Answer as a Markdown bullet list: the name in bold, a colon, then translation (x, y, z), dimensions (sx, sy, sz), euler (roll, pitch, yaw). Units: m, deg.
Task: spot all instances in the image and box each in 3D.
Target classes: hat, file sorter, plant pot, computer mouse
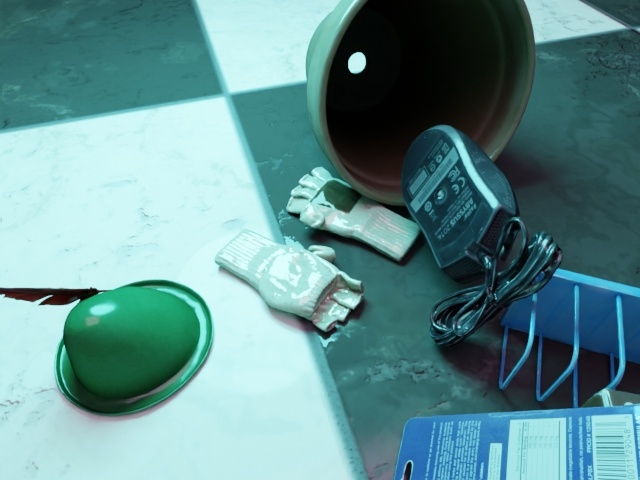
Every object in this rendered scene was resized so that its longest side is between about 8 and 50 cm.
- **hat**: translation (-0.227, 0.068, 0.477), dimensions (0.208, 0.183, 0.173), euler (-37, 58, -28)
- **file sorter**: translation (0.286, 0.117, 0.479), dimensions (0.170, 0.118, 0.104), euler (14, 53, 13)
- **plant pot**: translation (0.104, -0.257, 0.718), dimensions (0.323, 0.323, 0.280), euler (-15, 34, -13)
- **computer mouse**: translation (0.175, -0.025, 0.556), dimensions (0.072, 0.188, 0.272), euler (8, 49, -26)

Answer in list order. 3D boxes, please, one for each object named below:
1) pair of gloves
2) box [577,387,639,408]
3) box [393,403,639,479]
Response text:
- **pair of gloves**: translation (0.000, 0.000, 0.635), dimensions (0.204, 0.042, 0.240), euler (32, 56, 26)
- **box**: translation (0.391, 0.259, 0.335), dimensions (0.382, 0.143, 0.191), euler (10, 48, 7)
- **box**: translation (0.147, 0.206, 0.365), dimensions (0.036, 0.225, 0.136), euler (38, 52, -22)
